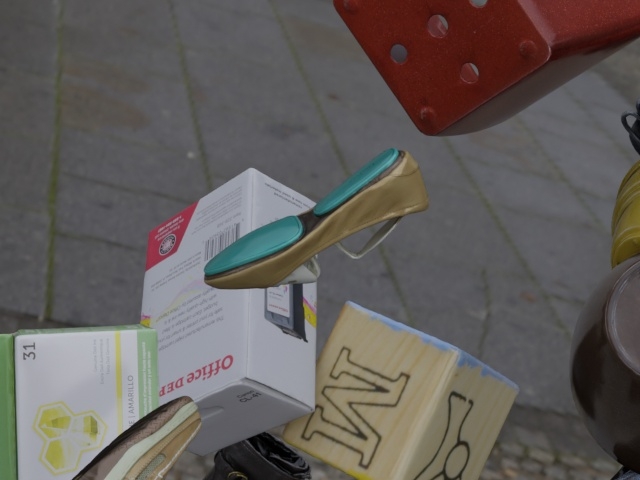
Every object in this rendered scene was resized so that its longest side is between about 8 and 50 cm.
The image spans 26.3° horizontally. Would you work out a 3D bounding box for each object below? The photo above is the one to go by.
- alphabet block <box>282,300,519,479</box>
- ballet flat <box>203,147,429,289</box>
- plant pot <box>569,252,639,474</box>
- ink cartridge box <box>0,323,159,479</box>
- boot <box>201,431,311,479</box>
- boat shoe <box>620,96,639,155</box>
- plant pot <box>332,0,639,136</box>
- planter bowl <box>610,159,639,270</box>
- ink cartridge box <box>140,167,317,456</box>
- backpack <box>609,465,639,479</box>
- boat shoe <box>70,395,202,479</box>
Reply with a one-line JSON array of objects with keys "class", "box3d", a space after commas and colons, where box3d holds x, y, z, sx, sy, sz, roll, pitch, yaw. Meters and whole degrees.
[{"class": "alphabet block", "box3d": [0.104, 0.219, 1.744, 0.193, 0.197, 0.192, 21, -8, 40]}, {"class": "ballet flat", "box3d": [0.000, 0.000, 1.300, 0.073, 0.232, 0.080, 56, 9, -19]}, {"class": "plant pot", "box3d": [0.306, 0.088, 1.160, 0.215, 0.215, 0.230, 28, -6, 22]}, {"class": "ink cartridge box", "box3d": [-0.255, 0.161, 1.157, 0.235, 0.171, 0.056, -1, 1, -17]}, {"class": "boot", "box3d": [-0.080, 0.397, 2.004, 0.263, 0.229, 0.091, 38, 34, -2]}, {"class": "boat shoe", "box3d": [0.460, -0.138, 1.617, 0.187, 0.156, 0.500, 32, 12, 4]}, {"class": "plant pot", "box3d": [0.173, -0.256, 1.441, 0.267, 0.267, 0.236, 55, 40, -4]}, {"class": "planter bowl", "box3d": [0.364, 0.021, 1.400, 0.090, 0.217, 0.217, -29, 48, -34]}, {"class": "ink cartridge box", "box3d": [-0.121, 0.095, 1.764, 0.131, 0.226, 0.306, 27, 50, -37]}, {"class": "backpack", "box3d": [0.363, 0.377, 1.466, 0.276, 0.263, 0.213, 59, 11, -4]}, {"class": "boat shoe", "box3d": [-0.145, 0.191, 0.990, 0.072, 0.068, 0.190, 51, 57, -4]}]
